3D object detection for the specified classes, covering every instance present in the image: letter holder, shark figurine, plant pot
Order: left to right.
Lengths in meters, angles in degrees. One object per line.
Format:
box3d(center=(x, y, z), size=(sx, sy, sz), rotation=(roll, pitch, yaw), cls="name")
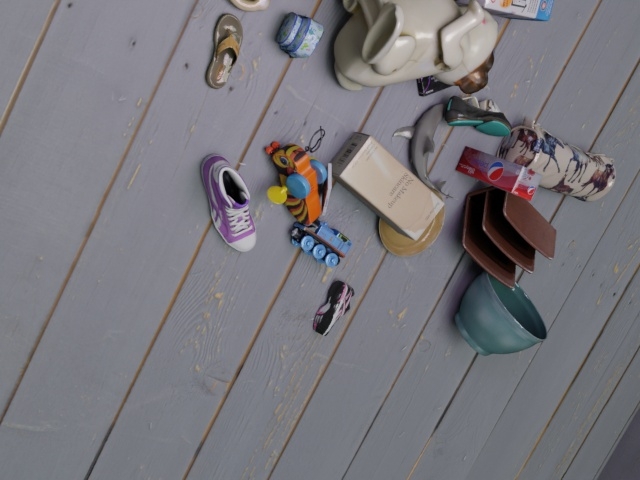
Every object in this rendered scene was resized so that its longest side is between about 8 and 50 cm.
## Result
box3d(center=(0.273, -0.067, 2.042), size=(0.236, 0.032, 0.236), rotation=(-10, 114, -24), cls="plant pot")
box3d(center=(0.313, -0.241, 1.938), size=(0.166, 0.116, 0.278), rotation=(-14, 108, -19), cls="shark figurine")
box3d(center=(0.567, 0.255, 2.196), size=(0.293, 0.293, 0.196), rotation=(31, 120, -33), cls="plant pot")
box3d(center=(0.592, -0.003, 2.107), size=(0.302, 0.152, 0.214), rotation=(36, 55, -33), cls="letter holder")

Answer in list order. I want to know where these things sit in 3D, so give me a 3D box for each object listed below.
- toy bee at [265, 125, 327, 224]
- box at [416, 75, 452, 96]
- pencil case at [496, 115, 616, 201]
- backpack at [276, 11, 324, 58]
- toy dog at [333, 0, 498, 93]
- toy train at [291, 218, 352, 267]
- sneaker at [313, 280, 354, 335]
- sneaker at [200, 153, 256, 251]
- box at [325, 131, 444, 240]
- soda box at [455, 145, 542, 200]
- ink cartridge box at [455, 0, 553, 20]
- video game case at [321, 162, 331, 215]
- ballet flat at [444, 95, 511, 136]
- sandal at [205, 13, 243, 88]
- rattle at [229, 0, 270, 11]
box3d(center=(-0.063, -0.192, 1.770), size=(0.195, 0.162, 0.298), rotation=(-26, 138, -52), cls="toy bee")
box3d(center=(0.321, -0.501, 1.900), size=(0.116, 0.029, 0.162), rotation=(-24, 119, -17), cls="box")
box3d(center=(0.766, -0.248, 2.153), size=(0.410, 0.160, 0.184), rotation=(13, 117, -31), cls="pencil case")
box3d(center=(-0.053, -0.503, 1.653), size=(0.084, 0.114, 0.105), rotation=(22, 99, -32), cls="backpack")
box3d(center=(0.266, -0.494, 1.697), size=(0.407, 0.285, 0.395), rotation=(0, 139, -25), cls="toy dog")
box3d(center=(0.000, 0.000, 1.901), size=(0.184, 0.080, 0.105), rotation=(36, 81, -31), cls="toy train")
box3d(center=(0.050, 0.211, 2.014), size=(0.077, 0.072, 0.178), rotation=(19, 105, -43), cls="sneaker")
box3d(center=(-0.219, -0.072, 1.708), size=(0.102, 0.161, 0.282), rotation=(-30, 121, -16), cls="sneaker")
box3d(center=(0.182, -0.150, 1.882), size=(0.311, 0.121, 0.148), rotation=(37, 89, -24), cls="box")
box3d(center=(0.520, -0.200, 1.980), size=(0.092, 0.263, 0.083), rotation=(16, 101, -31), cls="soda box")
box3d(center=(0.502, -0.705, 1.832), size=(0.232, 0.168, 0.171), rotation=(1, 109, -27), cls="ink cartridge box")
box3d(center=(0.016, -0.138, 1.819), size=(0.011, 0.087, 0.122), rotation=(4, 146, -6), cls="video game case")
box3d(center=(0.474, -0.374, 1.984), size=(0.280, 0.095, 0.096), rotation=(3, 84, -42), cls="ballet flat")
box3d(center=(-0.228, -0.452, 1.620), size=(0.072, 0.049, 0.180), rotation=(11, 104, -30), cls="sandal")
box3d(center=(-0.179, -0.593, 1.543), size=(0.199, 0.143, 0.130), rotation=(12, 122, -37), cls="rattle")
